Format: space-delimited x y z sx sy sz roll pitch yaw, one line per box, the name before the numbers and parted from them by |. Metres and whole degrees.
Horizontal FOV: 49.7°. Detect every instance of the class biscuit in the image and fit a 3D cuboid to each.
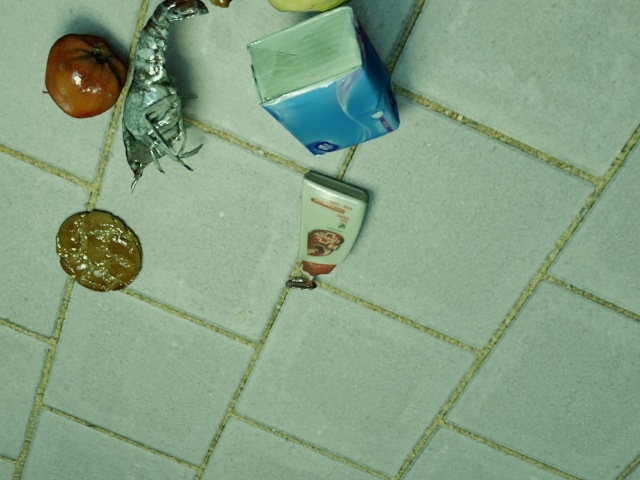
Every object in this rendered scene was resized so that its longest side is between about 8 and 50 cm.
biscuit | -0.531 0.031 1.651 0.226 0.042 0.226 4 120 7

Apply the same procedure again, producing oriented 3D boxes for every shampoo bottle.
shampoo bottle | 0.000 0.000 1.535 0.153 0.071 0.284 18 118 0

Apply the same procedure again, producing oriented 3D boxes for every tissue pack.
tissue pack | 0.017 -0.277 1.264 0.198 0.263 0.146 -17 73 16

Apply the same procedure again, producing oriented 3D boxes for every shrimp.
shrimp | -0.306 -0.278 1.349 0.166 0.221 0.410 -1 125 -13

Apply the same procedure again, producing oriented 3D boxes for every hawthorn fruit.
hawthorn fruit | -0.489 -0.315 1.401 0.162 0.162 0.203 41 132 -14

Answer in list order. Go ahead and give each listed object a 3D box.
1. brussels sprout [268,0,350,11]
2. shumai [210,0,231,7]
brussels sprout | -0.015 -0.524 1.151 0.259 0.294 0.227 22 150 -28
shumai | -0.191 -0.495 1.281 0.145 0.145 0.116 -26 134 21
